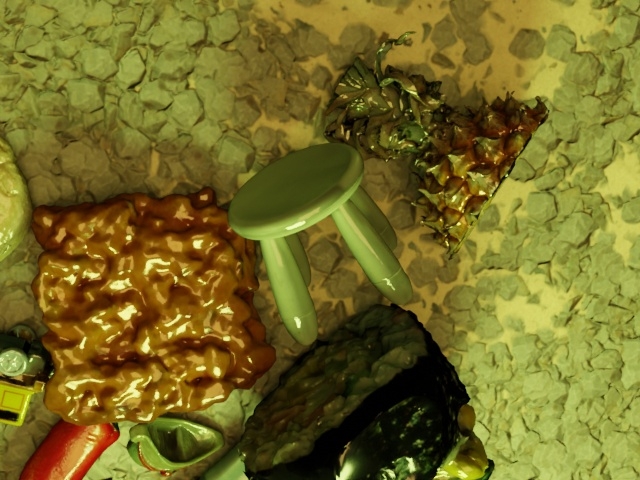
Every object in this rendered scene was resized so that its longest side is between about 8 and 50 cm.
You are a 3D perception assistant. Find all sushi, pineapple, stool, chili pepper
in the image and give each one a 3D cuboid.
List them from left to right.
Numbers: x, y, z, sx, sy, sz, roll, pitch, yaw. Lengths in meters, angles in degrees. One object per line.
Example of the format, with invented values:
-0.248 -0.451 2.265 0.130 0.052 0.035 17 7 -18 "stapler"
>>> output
-0.370 0.352 1.385 0.137 0.092 0.368 24 99 -43 "chili pepper"
0.000 0.000 1.300 0.195 0.195 0.199 -23 116 7 "stool"
0.084 0.289 1.330 0.328 0.328 0.285 -40 103 -13 "sushi"
0.135 -0.147 1.336 0.271 0.262 0.262 33 93 6 "pineapple"

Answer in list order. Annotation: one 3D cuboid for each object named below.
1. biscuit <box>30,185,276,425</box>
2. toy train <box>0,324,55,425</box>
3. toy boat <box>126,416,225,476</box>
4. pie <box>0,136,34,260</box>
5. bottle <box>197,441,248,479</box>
-0.228 0.088 1.326 0.318 0.110 0.312 -7 92 -13 "biscuit"
-0.464 0.178 1.326 0.219 0.089 0.127 15 107 -14 "toy train"
-0.218 0.291 1.383 0.071 0.185 0.089 -29 62 27 "toy boat"
-0.490 -0.068 1.293 0.218 0.052 0.185 33 94 -13 "pie"
-0.194 0.421 1.422 0.286 0.082 0.082 -44 105 0 "bottle"
